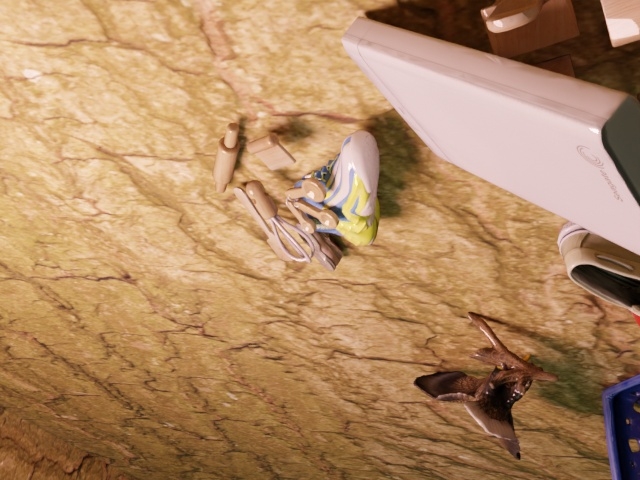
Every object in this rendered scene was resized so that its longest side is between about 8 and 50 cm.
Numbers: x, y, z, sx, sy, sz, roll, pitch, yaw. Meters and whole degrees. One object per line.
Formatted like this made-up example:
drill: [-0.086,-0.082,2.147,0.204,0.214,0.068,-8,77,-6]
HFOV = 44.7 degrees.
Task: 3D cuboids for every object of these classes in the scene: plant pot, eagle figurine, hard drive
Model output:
plant pot: [0.698,0.377,1.463,0.212,0.236,0.236,12,151,-17]
eagle figurine: [0.321,0.293,1.472,0.225,0.226,0.298,-3,148,-19]
hard drive: [0.189,-0.104,0.774,0.233,0.047,0.353,40,177,-40]

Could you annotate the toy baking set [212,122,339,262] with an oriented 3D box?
toy baking set: [-0.073,-0.053,1.084,0.197,0.030,0.256,41,151,3]

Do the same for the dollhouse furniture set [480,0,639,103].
dollhouse furniture set: [0.335,-0.081,0.695,0.303,0.174,0.355,-12,112,27]

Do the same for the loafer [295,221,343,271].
loafer: [0.000,0.000,1.226,0.045,0.039,0.125,29,162,39]

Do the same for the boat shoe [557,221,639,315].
boat shoe: [0.465,0.071,1.101,0.302,0.094,0.109,24,140,-7]

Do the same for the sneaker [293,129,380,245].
sneaker: [0.015,-0.065,1.054,0.126,0.091,0.240,6,150,8]

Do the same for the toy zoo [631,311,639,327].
toy zoo: [0.605,0.114,1.238,0.192,0.030,0.293,-11,143,31]
